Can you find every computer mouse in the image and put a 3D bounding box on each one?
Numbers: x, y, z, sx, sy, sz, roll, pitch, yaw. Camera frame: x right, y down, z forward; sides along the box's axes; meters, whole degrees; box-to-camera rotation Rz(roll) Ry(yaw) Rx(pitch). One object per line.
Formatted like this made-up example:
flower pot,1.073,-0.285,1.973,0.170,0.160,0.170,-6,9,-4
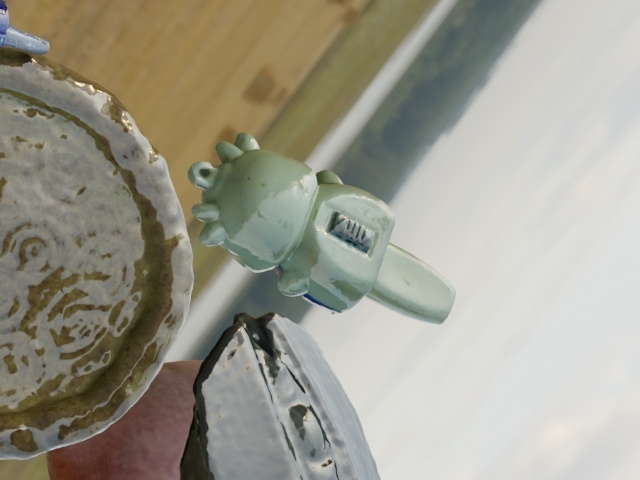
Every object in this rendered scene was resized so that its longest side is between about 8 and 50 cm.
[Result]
computer mouse,-0.011,0.126,0.776,0.106,0.062,0.192,-20,109,-53

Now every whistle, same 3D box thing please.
whistle,-0.157,-0.096,0.826,0.033,0.083,0.029,19,-88,50
whistle,0.000,0.000,1.470,0.092,0.244,0.110,-25,-138,56

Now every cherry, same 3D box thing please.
cherry,-0.103,0.208,1.532,0.239,0.206,0.239,-43,150,-33

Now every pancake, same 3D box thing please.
pancake,-0.150,0.005,0.848,0.199,0.199,0.021,-54,-164,-15
